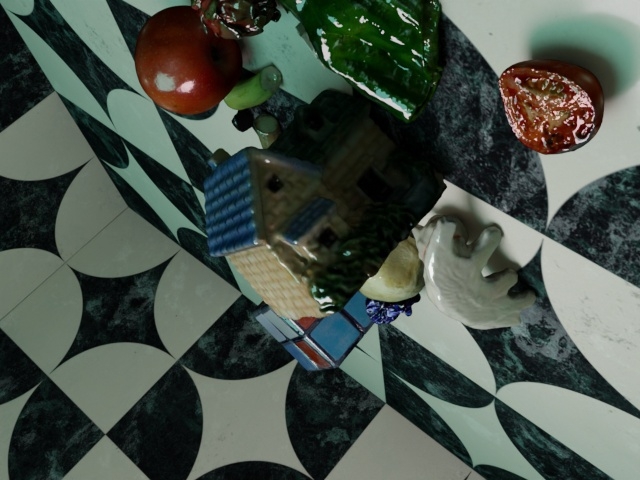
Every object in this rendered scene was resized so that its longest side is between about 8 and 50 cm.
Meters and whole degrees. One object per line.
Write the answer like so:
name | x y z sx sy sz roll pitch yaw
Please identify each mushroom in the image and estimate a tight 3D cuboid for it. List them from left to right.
mushroom | 0.199 0.073 1.787 0.164 0.189 0.267 14 146 29

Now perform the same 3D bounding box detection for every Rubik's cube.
Rubik's cube | -0.002 0.237 2.305 0.316 0.318 0.313 44 159 -4

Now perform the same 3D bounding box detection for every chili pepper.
chili pepper | 0.066 -0.375 1.165 0.385 0.167 0.213 45 162 -7

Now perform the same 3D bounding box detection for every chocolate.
chocolate | -0.222 -0.346 1.880 0.147 0.070 0.072 -131 47 -70
chocolate | 0.225 0.179 2.016 0.343 0.149 0.126 125 129 -77

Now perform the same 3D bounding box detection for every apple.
apple | -0.319 -0.440 1.643 0.217 0.260 0.260 -3 134 33

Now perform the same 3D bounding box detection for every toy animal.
toy animal | 0.345 0.070 1.571 0.308 0.266 0.188 6 -169 -22

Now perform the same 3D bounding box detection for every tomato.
tomato | 0.370 -0.214 1.030 0.174 0.082 0.166 23 148 54

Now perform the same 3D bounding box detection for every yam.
yam | -0.138 -0.287 1.878 0.070 0.069 0.146 31 157 31

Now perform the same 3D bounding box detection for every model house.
model house | -0.029 -0.111 1.467 0.400 0.445 0.395 47 161 -9

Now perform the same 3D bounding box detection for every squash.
squash | -0.183 -0.390 1.734 0.083 0.083 0.250 52 157 -22

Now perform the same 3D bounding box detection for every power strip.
power strip | -0.012 -0.392 1.327 0.080 0.029 0.227 48 -168 -22

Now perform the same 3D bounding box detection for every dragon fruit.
dragon fruit | -0.181 -0.503 1.382 0.188 0.182 0.182 57 164 19
